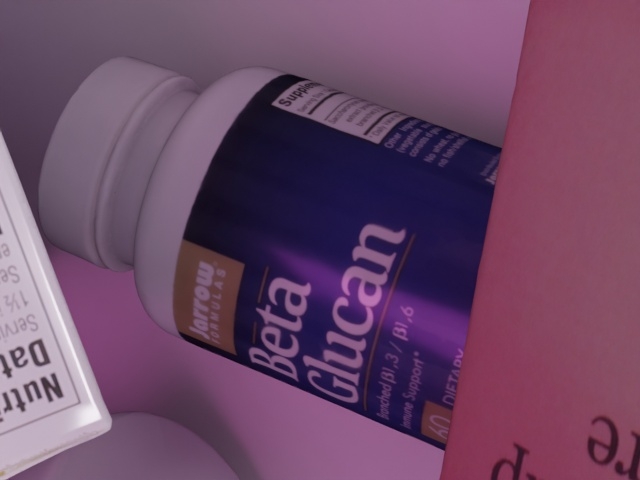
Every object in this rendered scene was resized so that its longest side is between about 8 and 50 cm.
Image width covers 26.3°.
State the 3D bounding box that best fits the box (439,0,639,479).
[{"bbox_3d":[0.122,0.053,0.326,0.149,0.127,0.232,22,105,54],"label":"box"}]

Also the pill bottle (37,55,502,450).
[{"bbox_3d":[0.000,0.000,0.435,0.169,0.094,0.094,21,116,16],"label":"pill bottle"}]

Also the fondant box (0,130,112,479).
[{"bbox_3d":[-0.177,-0.103,0.393,0.096,0.238,0.330,-21,104,-16],"label":"fondant box"}]

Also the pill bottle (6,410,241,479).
[{"bbox_3d":[-0.152,0.168,0.530,0.265,0.153,0.153,-27,96,28],"label":"pill bottle"}]
